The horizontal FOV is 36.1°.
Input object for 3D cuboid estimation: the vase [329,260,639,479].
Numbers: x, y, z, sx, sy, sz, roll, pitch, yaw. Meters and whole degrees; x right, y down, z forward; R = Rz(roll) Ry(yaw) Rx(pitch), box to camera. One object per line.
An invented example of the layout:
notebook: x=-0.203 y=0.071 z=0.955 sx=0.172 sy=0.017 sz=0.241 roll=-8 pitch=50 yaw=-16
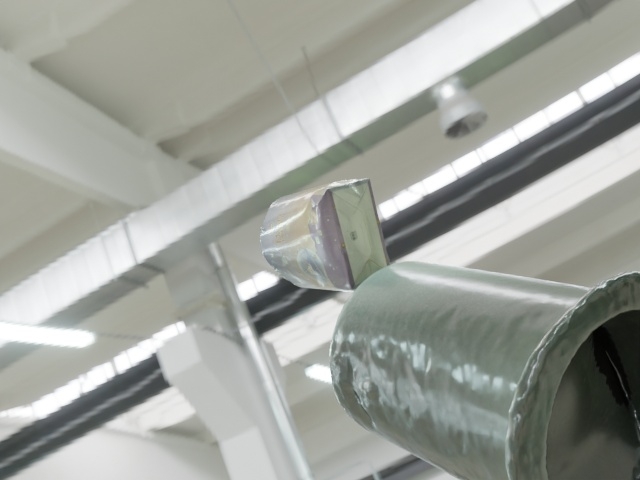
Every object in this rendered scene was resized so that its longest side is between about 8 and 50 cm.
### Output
vase: x=0.152 y=0.128 z=0.871 sx=0.245 sy=0.245 sz=0.291 roll=-5 pitch=9 yaw=-36

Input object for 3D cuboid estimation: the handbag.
handbag: x=0.000 y=0.000 z=1.078 sx=0.095 sy=0.117 sz=0.173 roll=-13 pitch=2 yaw=-27
